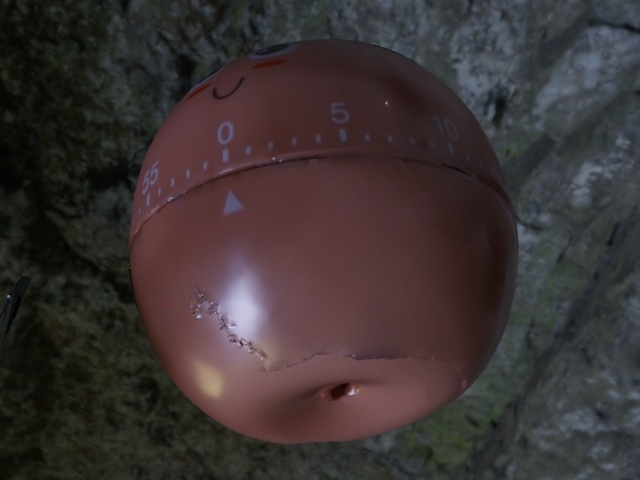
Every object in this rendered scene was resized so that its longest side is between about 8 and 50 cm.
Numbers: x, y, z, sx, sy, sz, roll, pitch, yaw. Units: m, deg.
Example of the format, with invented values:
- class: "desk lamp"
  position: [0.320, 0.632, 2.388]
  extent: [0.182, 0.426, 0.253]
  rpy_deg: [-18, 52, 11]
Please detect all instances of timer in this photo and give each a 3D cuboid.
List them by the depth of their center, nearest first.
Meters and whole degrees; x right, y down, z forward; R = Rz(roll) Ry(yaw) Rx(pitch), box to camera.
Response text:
- class: "timer"
  position: [0.000, 0.000, 0.496]
  extent: [0.230, 0.229, 0.215]
  rpy_deg: [109, 157, -55]

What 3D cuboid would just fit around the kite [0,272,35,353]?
- class: "kite"
  position: [-0.183, 0.091, 0.361]
  extent: [0.250, 0.012, 0.229]
  rpy_deg: [119, 172, -48]
